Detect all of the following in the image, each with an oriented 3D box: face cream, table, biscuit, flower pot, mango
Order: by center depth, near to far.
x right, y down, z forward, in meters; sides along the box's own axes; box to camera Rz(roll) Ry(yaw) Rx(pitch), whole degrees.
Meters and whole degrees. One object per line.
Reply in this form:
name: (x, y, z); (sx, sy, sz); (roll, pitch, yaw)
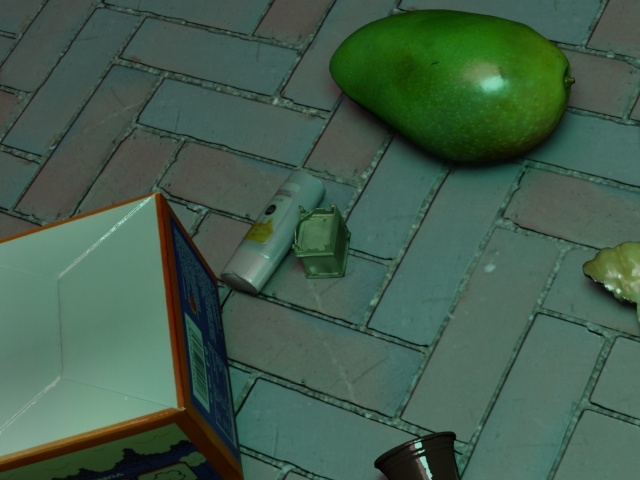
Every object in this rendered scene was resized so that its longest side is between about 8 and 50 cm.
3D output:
flower pot: (0.133, 0.301, 1.627); (0.111, 0.111, 0.089); (-22, 68, 3)
biscuit: (0.440, 0.069, 1.698); (0.118, 0.061, 0.183); (-36, 56, -10)
table: (0.000, 0.000, 1.877); (0.062, 0.083, 0.079); (-2, 57, 17)
mango: (0.182, -0.233, 1.903); (0.381, 0.201, 0.225); (16, 74, 30)
face cream: (-0.069, -0.013, 1.924); (0.084, 0.057, 0.198); (8, 56, 48)

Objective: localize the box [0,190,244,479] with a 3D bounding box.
box: (-0.298, 0.174, 1.755); (0.318, 0.257, 0.349); (-18, 54, 8)
